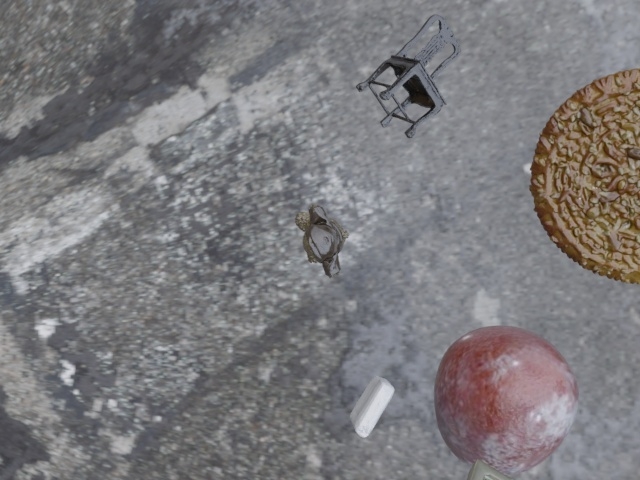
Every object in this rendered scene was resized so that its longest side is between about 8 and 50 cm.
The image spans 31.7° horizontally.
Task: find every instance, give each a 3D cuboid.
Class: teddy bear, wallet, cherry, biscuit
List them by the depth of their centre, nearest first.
[{"bbox_3d":[0.422,-0.078,1.467,0.305,0.305,0.038,58,26,-12],"label":"biscuit"},{"bbox_3d":[0.008,-0.003,1.788,0.078,0.160,0.119,-15,96,-2],"label":"teddy bear"},{"bbox_3d":[0.082,0.263,1.805,0.033,0.190,0.095,33,89,2],"label":"wallet"},{"bbox_3d":[0.289,0.257,1.807,0.213,0.285,0.236,-27,92,-24],"label":"cherry"}]

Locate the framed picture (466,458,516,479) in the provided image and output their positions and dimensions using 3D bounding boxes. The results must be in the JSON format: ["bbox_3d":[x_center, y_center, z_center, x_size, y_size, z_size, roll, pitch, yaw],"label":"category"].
[{"bbox_3d":[0.252,0.347,1.082,0.289,0.020,0.211,29,30,6],"label":"framed picture"}]

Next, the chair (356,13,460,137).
[{"bbox_3d":[0.188,-0.308,2.052,0.229,0.113,0.106,-44,122,-11],"label":"chair"}]
